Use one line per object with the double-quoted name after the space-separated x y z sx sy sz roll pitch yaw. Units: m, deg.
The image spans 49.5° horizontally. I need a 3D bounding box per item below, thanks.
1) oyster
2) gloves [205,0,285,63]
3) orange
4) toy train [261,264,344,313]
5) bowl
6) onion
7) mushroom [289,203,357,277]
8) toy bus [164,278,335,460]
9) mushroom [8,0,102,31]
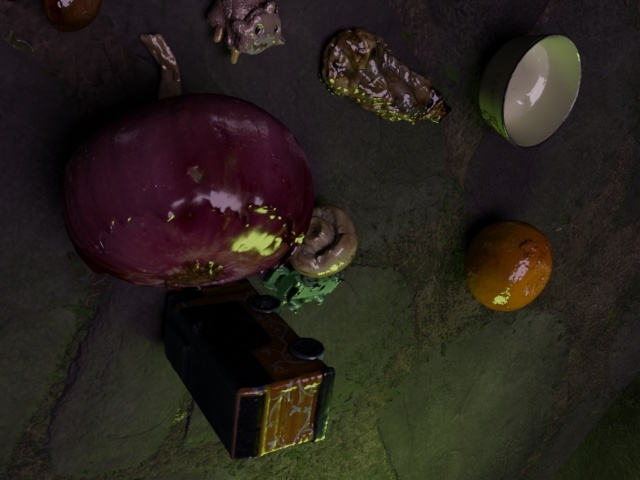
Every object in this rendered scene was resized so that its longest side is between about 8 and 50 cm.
0.140 -0.290 1.294 0.345 0.079 0.128 17 96 -40 "oyster"
-0.109 -0.346 1.052 0.110 0.094 0.144 -32 124 -34 "gloves"
0.443 0.058 1.647 0.219 0.193 0.219 -34 154 -19 "orange"
-0.030 0.083 1.374 0.149 0.081 0.099 -14 150 -43 "toy train"
0.419 -0.322 1.446 0.238 0.126 0.237 -18 125 -28 "bowl"
-0.181 -0.077 1.017 0.358 0.358 0.344 54 37 -43 "onion"
0.000 0.000 1.310 0.148 0.148 0.112 -49 150 -3 "mushroom"
-0.134 0.209 1.197 0.194 0.323 0.161 -10 121 -32 "toy bus"
-0.343 -0.311 0.902 0.130 0.072 0.088 -15 157 -27 "mushroom"
